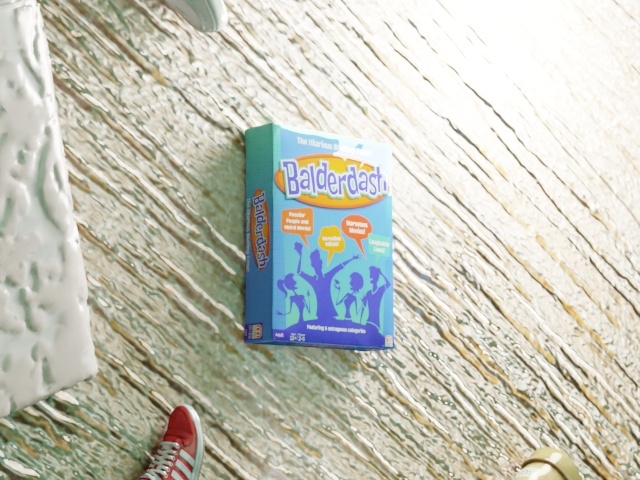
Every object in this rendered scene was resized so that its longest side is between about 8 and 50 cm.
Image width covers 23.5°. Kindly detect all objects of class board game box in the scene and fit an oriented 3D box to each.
[{"bbox_3d":[0.000,0.000,1.506,0.160,0.047,0.210,6,79,-40],"label":"board game box"}]

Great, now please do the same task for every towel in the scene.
[{"bbox_3d":[-0.315,-0.002,1.175,0.317,0.053,0.332,-23,113,-47],"label":"towel"}]

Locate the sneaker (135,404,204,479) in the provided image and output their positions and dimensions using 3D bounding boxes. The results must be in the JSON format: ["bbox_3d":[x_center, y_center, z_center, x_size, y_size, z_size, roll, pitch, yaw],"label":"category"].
[{"bbox_3d":[-0.142,0.202,1.356,0.067,0.042,0.118,13,78,-43],"label":"sneaker"}]

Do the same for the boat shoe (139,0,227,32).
[{"bbox_3d":[-0.159,-0.252,1.397,0.063,0.066,0.184,-48,117,-19],"label":"boat shoe"}]

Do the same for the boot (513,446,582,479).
[{"bbox_3d":[0.209,0.380,1.614,0.269,0.089,0.236,-39,98,-38],"label":"boot"}]
